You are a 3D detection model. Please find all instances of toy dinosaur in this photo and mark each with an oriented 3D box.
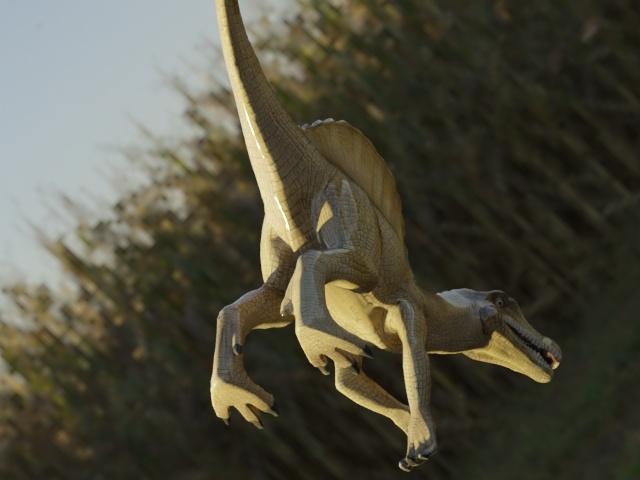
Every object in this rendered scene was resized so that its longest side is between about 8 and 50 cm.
[{"bbox_3d":[0.000,0.000,0.513,0.053,0.183,0.092,-14,44,30],"label":"toy dinosaur"}]
